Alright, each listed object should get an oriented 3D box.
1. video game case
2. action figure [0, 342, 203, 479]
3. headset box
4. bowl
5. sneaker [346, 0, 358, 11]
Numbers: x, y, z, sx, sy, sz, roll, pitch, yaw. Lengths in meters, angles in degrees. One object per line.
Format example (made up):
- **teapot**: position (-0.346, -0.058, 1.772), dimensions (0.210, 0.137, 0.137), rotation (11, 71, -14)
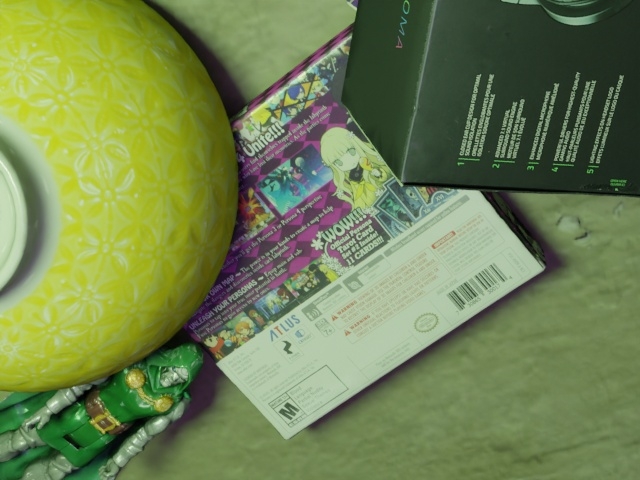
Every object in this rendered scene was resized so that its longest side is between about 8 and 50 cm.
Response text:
- **video game case**: position (0.000, 0.000, 0.967), dimensions (0.232, 0.042, 0.210), rotation (-36, 105, 18)
- **action figure**: position (-0.171, 0.133, 1.019), dimensions (0.232, 0.063, 0.137), rotation (-34, 118, 26)
- **headset box**: position (0.160, -0.158, 0.791), dimensions (0.283, 0.131, 0.246), rotation (1, 116, -16)
- **bowl**: position (-0.208, -0.027, 0.881), dimensions (0.290, 0.156, 0.289), rotation (2, 101, 10)
- **sneaker**: position (0.054, -0.217, 0.860), dimensions (0.071, 0.068, 0.170), rotation (29, 109, 10)
